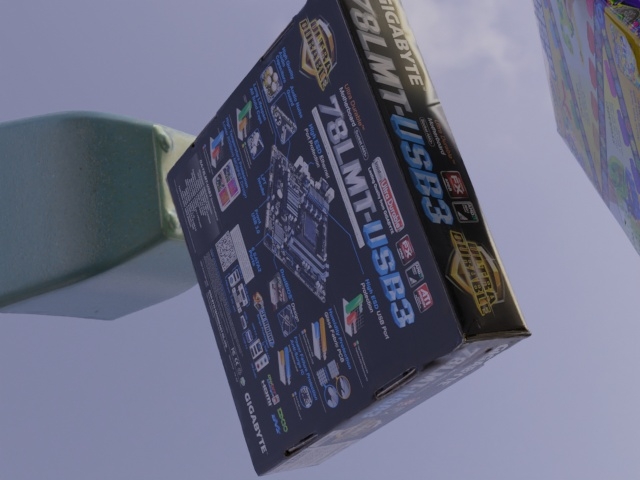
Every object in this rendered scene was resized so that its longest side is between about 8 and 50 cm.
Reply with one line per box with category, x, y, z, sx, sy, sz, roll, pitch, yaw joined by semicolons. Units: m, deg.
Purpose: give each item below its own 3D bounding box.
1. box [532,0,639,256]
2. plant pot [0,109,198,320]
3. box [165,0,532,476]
box;0.308;-0.132;0.667;0.290;0.279;0.177;-16;-61;5
plant pot;-0.263;-0.043;1.387;0.247;0.252;0.247;12;-113;-59
box;0.000;0.000;0.830;0.073;0.293;0.295;-3;-116;-37
